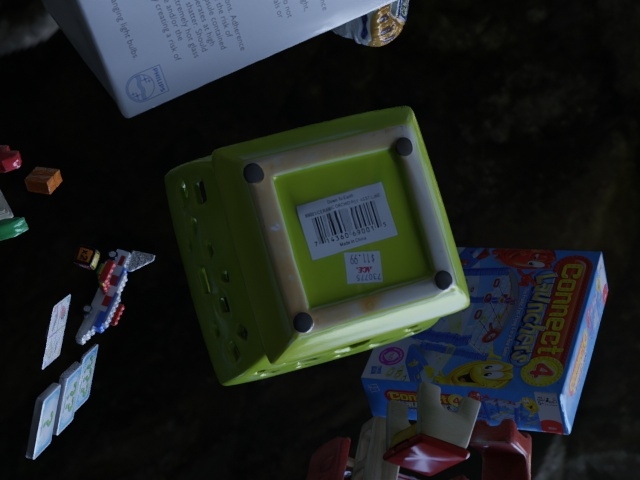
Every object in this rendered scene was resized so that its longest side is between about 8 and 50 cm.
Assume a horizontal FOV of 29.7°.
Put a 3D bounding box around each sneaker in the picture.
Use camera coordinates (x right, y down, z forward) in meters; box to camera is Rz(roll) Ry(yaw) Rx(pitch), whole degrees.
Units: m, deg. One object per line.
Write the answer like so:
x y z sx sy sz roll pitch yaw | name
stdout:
0.050 -0.400 1.527 0.131 0.296 0.112 20 -158 28 | sneaker

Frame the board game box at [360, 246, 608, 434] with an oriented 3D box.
0.255 0.140 1.829 0.302 0.086 0.308 1 -139 25 | board game box

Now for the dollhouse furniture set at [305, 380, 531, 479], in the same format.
0.124 0.320 1.486 0.374 0.201 0.152 134 -28 -59 | dollhouse furniture set

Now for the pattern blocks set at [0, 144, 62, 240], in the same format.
-0.467 -0.046 1.504 0.285 0.026 0.325 -22 -154 -24 | pattern blocks set

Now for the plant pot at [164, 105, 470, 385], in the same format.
0.000 0.000 1.125 0.228 0.227 0.207 -15 176 -17 | plant pot

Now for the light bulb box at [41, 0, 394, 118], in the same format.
-0.107 -0.339 1.163 0.361 0.225 0.358 -26 -145 -12 | light bulb box

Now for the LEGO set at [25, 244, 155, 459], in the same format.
-0.260 0.111 1.374 0.182 0.060 0.244 -54 158 -72 | LEGO set
